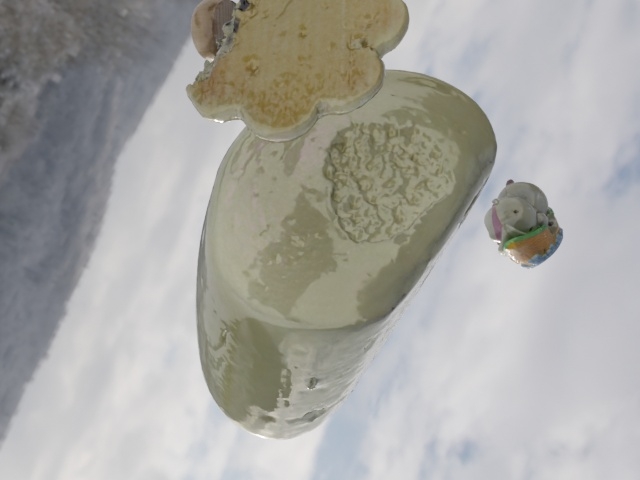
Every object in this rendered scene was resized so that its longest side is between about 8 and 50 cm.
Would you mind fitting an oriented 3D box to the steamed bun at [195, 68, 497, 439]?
[{"bbox_3d":[0.000,0.000,1.413,0.456,0.290,0.371,-52,171,-33],"label":"steamed bun"}]

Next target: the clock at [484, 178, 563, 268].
[{"bbox_3d":[0.366,-0.032,1.955,0.103,0.144,0.231,-36,-176,27],"label":"clock"}]

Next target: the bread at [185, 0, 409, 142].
[{"bbox_3d":[-0.013,-0.194,1.047,0.039,0.181,0.251,87,23,-60],"label":"bread"}]

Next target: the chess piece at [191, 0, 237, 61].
[{"bbox_3d":[-0.130,-0.269,1.381,0.038,0.084,0.084,4,-119,30],"label":"chess piece"}]
